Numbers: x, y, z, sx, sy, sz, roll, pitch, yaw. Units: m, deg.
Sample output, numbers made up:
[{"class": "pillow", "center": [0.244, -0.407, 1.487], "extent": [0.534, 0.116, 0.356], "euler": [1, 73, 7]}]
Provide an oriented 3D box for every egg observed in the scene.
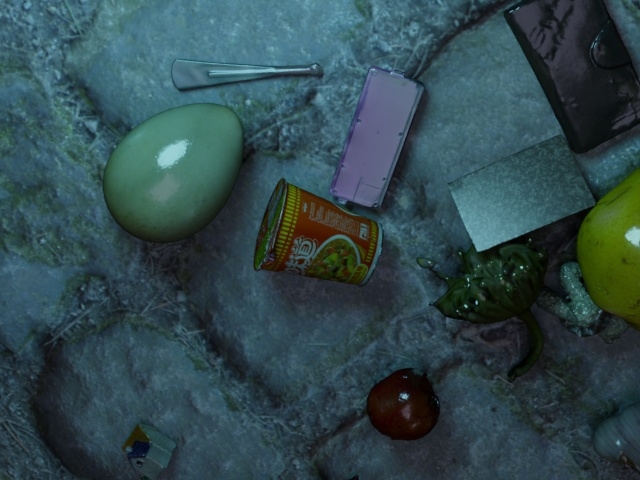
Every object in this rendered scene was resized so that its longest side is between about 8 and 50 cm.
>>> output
[{"class": "egg", "center": [-0.260, -0.129, 1.525], "extent": [0.218, 0.218, 0.295], "euler": [43, 93, -13]}]

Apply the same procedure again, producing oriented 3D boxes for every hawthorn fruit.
[{"class": "hawthorn fruit", "center": [0.161, 0.345, 1.737], "extent": [0.172, 0.148, 0.148], "euler": [-16, 111, 20]}]

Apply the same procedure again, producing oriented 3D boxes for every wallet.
[{"class": "wallet", "center": [0.470, -0.319, 1.512], "extent": [0.165, 0.042, 0.309], "euler": [-27, 108, 14]}]

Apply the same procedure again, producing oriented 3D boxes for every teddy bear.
[{"class": "teddy bear", "center": [0.542, 0.141, 1.654], "extent": [0.213, 0.111, 0.133], "euler": [31, 113, -8]}]

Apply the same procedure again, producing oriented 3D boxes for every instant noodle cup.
[{"class": "instant noodle cup", "center": [0.000, 0.000, 1.592], "extent": [0.212, 0.193, 0.193], "euler": [17, 112, -13]}]

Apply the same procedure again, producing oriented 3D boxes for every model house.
[{"class": "model house", "center": [-0.385, 0.470, 1.827], "extent": [0.100, 0.101, 0.088], "euler": [34, 111, -10]}]

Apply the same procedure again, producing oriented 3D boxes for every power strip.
[{"class": "power strip", "center": [0.104, -0.192, 1.578], "extent": [0.109, 0.037, 0.279], "euler": [17, 111, -5]}]

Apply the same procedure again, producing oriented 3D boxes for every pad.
[{"class": "pad", "center": [0.374, -0.088, 1.572], "extent": [0.235, 0.003, 0.158], "euler": [-24, 67, 11]}]

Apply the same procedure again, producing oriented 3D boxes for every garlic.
[{"class": "garlic", "center": [0.684, 0.469, 1.744], "extent": [0.207, 0.207, 0.257], "euler": [8, 75, -1]}]

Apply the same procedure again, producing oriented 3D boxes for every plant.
[{"class": "plant", "center": [0.381, 0.111, 1.664], "extent": [0.251, 0.180, 0.333], "euler": [-30, 135, 26]}]

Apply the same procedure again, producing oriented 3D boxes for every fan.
[{"class": "fan", "center": [-0.138, -0.317, 1.548], "extent": [0.282, 0.023, 0.057], "euler": [-3, 103, 4]}]

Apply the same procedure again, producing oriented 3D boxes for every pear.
[{"class": "pear", "center": [0.624, 0.002, 1.507], "extent": [0.285, 0.285, 0.336], "euler": [42, 105, -13]}]

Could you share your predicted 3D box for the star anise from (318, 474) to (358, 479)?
[{"class": "star anise", "center": [0.039, 0.588, 1.882], "extent": [0.212, 0.053, 0.157], "euler": [-7, 112, 7]}]
